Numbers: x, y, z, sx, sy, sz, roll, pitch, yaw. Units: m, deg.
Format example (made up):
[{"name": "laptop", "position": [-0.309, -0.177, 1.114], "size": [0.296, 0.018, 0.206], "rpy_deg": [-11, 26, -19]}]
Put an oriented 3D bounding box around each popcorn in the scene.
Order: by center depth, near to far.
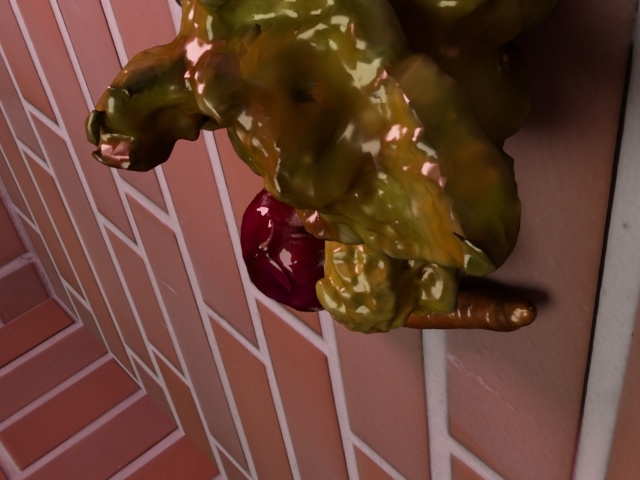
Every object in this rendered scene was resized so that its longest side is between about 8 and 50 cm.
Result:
[{"name": "popcorn", "position": [0.022, -0.138, 0.563], "size": [0.321, 0.290, 0.326], "rpy_deg": [14, 157, 33]}, {"name": "popcorn", "position": [0.065, -0.001, 0.785], "size": [0.197, 0.155, 0.198], "rpy_deg": [178, 90, -78]}]

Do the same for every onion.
[{"name": "onion", "position": [-0.011, 0.009, 0.956], "size": [0.173, 0.135, 0.198], "rpy_deg": [58, 153, -11]}]

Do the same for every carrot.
[{"name": "carrot", "position": [0.139, 0.070, 0.854], "size": [0.248, 0.059, 0.059], "rpy_deg": [-1, 119, 58]}]

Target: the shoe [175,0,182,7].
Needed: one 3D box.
[{"name": "shoe", "position": [-0.108, -0.262, 0.857], "size": [0.103, 0.098, 0.275], "rpy_deg": [51, 155, 21]}]
